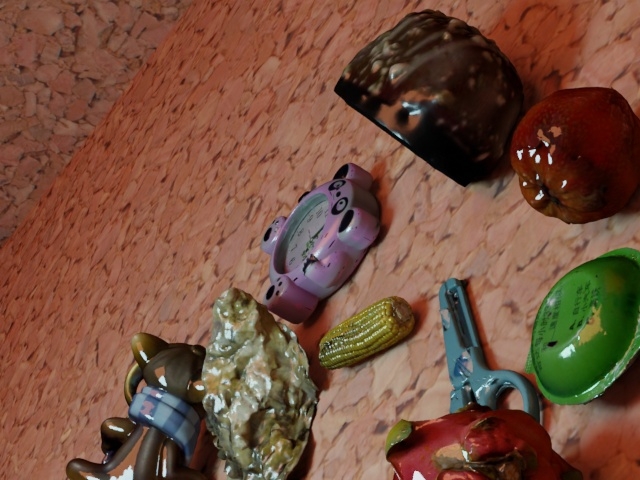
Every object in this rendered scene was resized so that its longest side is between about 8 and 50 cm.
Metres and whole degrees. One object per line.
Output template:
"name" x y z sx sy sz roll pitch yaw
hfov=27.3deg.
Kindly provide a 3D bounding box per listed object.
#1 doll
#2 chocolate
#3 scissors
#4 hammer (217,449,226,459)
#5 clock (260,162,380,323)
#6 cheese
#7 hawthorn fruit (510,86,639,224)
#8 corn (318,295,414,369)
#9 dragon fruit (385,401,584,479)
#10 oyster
"doll" -0.278 0.344 2.319 0.318 0.209 0.339 14 76 33
"chocolate" 0.180 -0.233 1.992 0.210 0.225 0.340 -51 28 3
"scissors" 0.198 0.174 1.731 0.180 0.032 0.393 -47 27 27
"hammer" -0.149 0.382 2.211 0.035 0.019 0.110 -51 31 22
"clock" 0.000 0.000 2.244 0.248 0.090 0.227 -46 28 27
"cheese" 0.337 0.088 1.488 0.320 0.083 0.203 -27 38 55
"hawthorn fruit" 0.329 -0.109 1.637 0.173 0.179 0.173 34 132 48
"corn" 0.064 0.143 1.985 0.203 0.072 0.072 -34 36 47
"dragon fruit" 0.174 0.283 1.428 0.224 0.227 0.224 -6 74 20
"oyster" -0.113 0.248 2.111 0.238 0.115 0.351 -18 75 44
